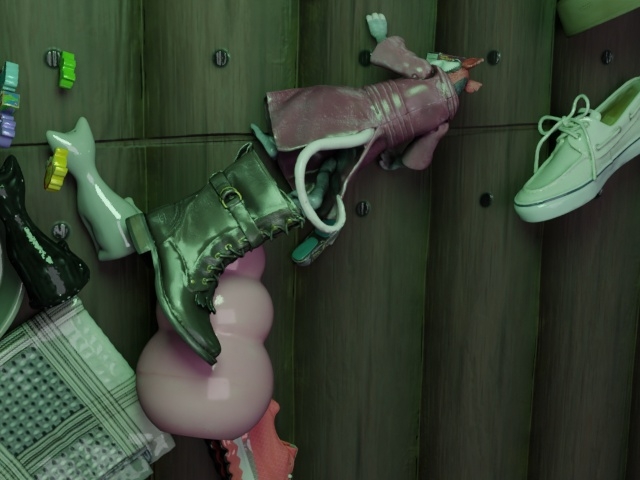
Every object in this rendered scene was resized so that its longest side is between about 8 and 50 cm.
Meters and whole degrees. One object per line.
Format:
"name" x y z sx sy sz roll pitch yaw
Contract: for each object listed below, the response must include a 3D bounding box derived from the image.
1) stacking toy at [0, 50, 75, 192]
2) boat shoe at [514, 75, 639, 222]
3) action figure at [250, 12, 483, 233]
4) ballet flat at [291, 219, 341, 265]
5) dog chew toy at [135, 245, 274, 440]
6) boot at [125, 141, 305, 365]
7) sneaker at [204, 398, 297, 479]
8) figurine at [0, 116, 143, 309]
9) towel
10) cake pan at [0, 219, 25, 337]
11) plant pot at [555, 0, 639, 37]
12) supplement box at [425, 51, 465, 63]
"stacking toy" -0.420 -0.180 1.344 0.167 0.052 0.221 14 57 -29
"boat shoe" 0.466 -0.183 1.778 0.367 0.136 0.156 -35 114 -19
"action figure" 0.088 -0.200 1.525 0.370 0.276 0.248 -25 106 -4
"ballet flat" 0.000 0.000 1.650 0.114 0.041 0.041 -44 116 -11
"dog chew toy" -0.160 0.127 1.511 0.207 0.207 0.331 13 79 -28
"boot" -0.125 0.015 1.390 0.229 0.091 0.262 -26 79 -5
"sneaker" -0.088 0.396 1.649 0.136 0.116 0.313 -21 110 -22
"figurine" -0.360 -0.046 1.406 0.215 0.092 0.209 -40 113 -40
"towel" -0.407 0.287 1.501 0.312 0.056 0.324 -36 115 -15
"cake pan" -0.545 0.039 1.353 0.293 0.054 0.293 -4 98 -34
"plant pot" 0.503 -0.523 1.648 0.323 0.323 0.280 -26 95 -19
"supplement box" 0.203 -0.269 1.679 0.055 0.043 0.083 5 100 -27
